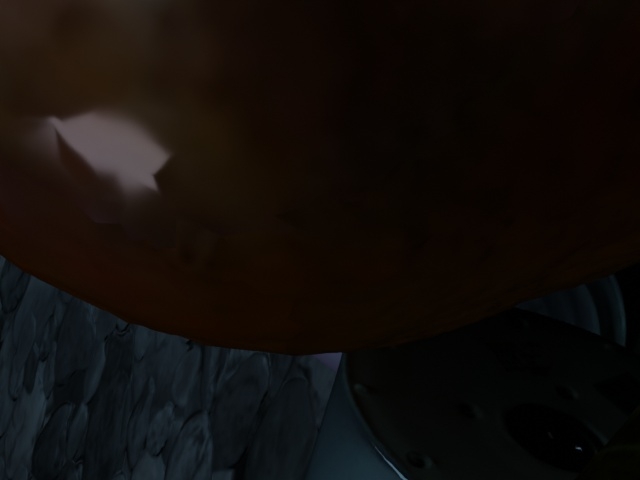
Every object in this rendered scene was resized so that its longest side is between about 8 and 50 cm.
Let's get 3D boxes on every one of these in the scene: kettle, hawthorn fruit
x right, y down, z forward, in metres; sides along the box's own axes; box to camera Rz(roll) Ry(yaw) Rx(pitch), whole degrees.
[{"bbox_3d":[0.064,0.178,0.705,0.210,0.160,0.243,38,122,34],"label":"kettle"},{"bbox_3d":[0.031,-0.179,0.625,0.472,0.471,0.472,-43,39,50],"label":"hawthorn fruit"}]

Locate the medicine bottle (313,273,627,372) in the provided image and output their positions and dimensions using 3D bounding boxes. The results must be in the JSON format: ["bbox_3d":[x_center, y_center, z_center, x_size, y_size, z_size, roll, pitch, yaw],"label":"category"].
[{"bbox_3d":[0.000,0.000,0.961,0.426,0.108,0.108,31,104,66],"label":"medicine bottle"}]

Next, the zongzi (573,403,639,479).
[{"bbox_3d":[0.163,0.136,0.495,0.208,0.432,0.403,38,83,22],"label":"zongzi"}]
